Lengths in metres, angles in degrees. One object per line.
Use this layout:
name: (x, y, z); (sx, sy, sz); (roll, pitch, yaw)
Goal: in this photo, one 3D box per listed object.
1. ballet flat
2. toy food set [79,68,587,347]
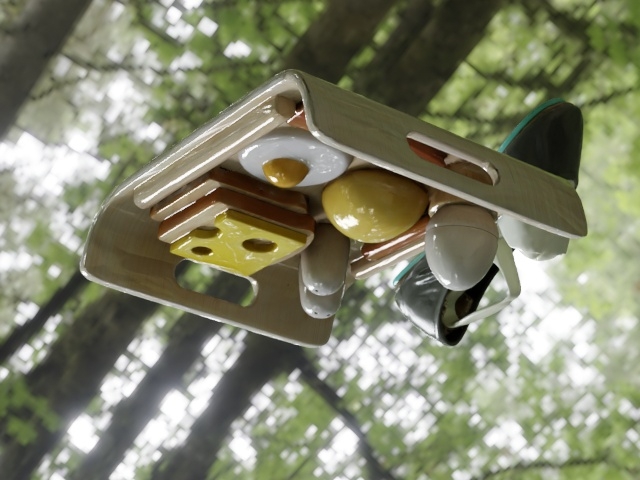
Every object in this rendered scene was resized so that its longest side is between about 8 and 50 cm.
ballet flat: (0.168, -0.004, 1.532); (0.095, 0.280, 0.096); (-11, -122, -40)
toy food set: (0.000, 0.000, 1.165); (0.220, 0.306, 0.092); (19, -118, -30)
